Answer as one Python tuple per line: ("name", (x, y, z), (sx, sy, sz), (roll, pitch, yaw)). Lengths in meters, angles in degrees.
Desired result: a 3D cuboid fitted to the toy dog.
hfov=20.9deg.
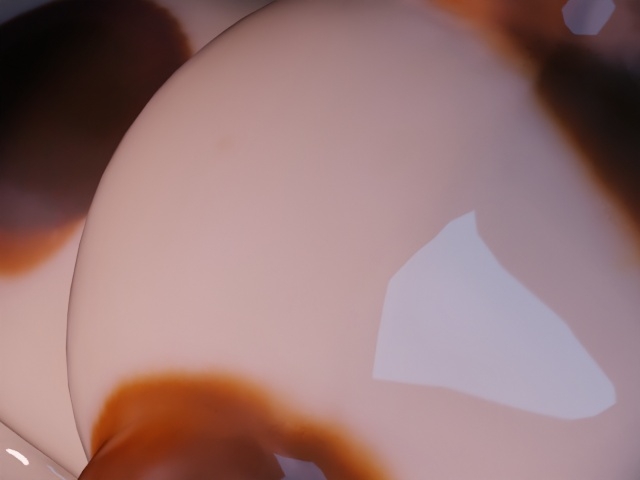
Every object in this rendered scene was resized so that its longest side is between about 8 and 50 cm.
("toy dog", (0.000, 0.000, 0.580), (0.284, 0.408, 0.395), (-47, 112, -11))
